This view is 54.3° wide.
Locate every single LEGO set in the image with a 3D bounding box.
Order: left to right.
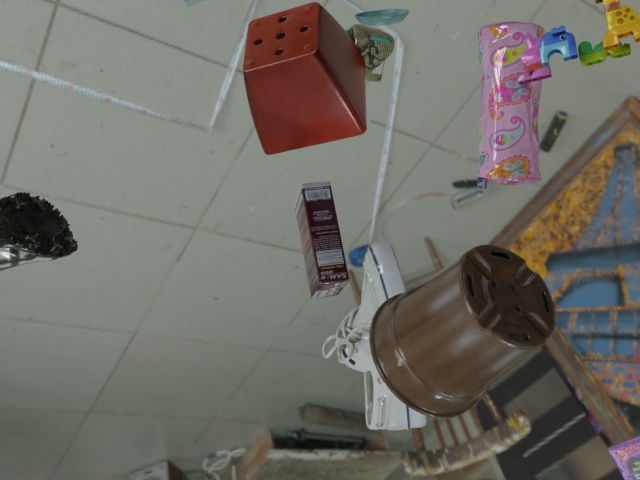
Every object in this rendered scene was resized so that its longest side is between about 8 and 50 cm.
[{"bbox_3d":[0.378,-0.299,0.861,0.227,0.093,0.087,-10,174,25],"label":"LEGO set"}]

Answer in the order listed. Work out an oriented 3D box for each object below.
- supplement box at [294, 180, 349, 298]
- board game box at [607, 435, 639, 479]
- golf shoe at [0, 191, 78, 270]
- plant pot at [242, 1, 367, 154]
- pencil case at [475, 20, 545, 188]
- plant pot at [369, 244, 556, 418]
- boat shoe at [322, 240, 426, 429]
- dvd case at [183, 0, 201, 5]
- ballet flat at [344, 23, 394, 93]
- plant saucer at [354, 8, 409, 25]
[{"bbox_3d":[0.000,0.000,1.433,0.073,0.239,0.130,-6,162,-12],"label":"supplement box"},{"bbox_3d":[0.751,0.420,1.153,0.347,0.208,0.056,-31,156,21],"label":"board game box"},{"bbox_3d":[-0.340,0.000,0.635,0.094,0.077,0.198,-29,169,18],"label":"golf shoe"},{"bbox_3d":[-0.052,-0.402,1.495,0.267,0.267,0.236,-10,146,17],"label":"plant pot"},{"bbox_3d":[0.331,-0.236,1.102,0.124,0.124,0.284,-4,100,-17],"label":"pencil case"},{"bbox_3d":[0.167,0.099,0.719,0.167,0.167,0.165,5,147,-25],"label":"plant pot"},{"bbox_3d":[0.079,0.176,1.052,0.156,0.136,0.367,-11,120,1],"label":"boat shoe"},{"bbox_3d":[-0.131,-0.345,0.808,0.119,0.013,0.087,-20,179,3],"label":"dvd case"},{"bbox_3d":[0.091,-0.487,1.856,0.182,0.164,0.483,1,171,-17],"label":"ballet flat"},{"bbox_3d":[0.134,-0.484,1.356,0.119,0.119,0.021,-11,117,-9],"label":"plant saucer"}]
